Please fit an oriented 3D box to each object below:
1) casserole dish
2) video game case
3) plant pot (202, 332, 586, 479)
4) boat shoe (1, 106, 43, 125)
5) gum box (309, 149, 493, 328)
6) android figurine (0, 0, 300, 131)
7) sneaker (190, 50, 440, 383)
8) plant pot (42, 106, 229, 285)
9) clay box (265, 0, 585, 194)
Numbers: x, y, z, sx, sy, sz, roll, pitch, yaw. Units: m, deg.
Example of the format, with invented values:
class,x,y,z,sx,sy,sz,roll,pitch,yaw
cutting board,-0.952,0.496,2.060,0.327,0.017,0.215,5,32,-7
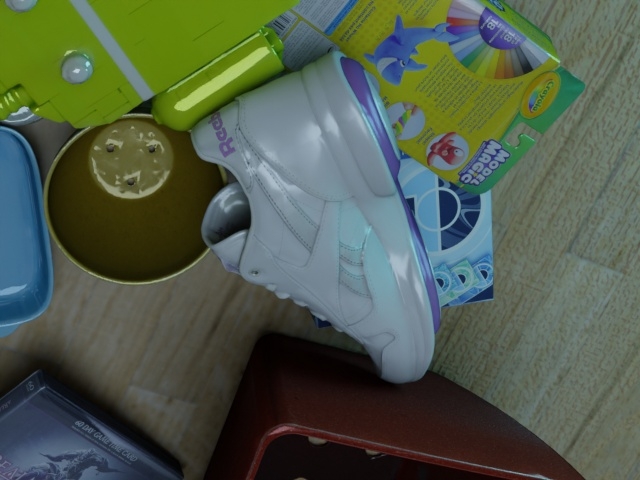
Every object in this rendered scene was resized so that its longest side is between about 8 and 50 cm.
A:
class,x,y,z,sx,sy,sz,roll,pitch,yaw
casserole dish,-0.269,-0.013,0.940,0.114,0.037,0.188,-6,114,-9
video game case,-0.277,0.236,1.022,0.274,0.026,0.196,-37,136,6
plant pot,0.021,0.221,0.996,0.267,0.236,0.267,15,111,-18
boat shoe,-0.173,-0.208,0.834,0.113,0.103,0.302,19,109,-21
gum box,0.061,-0.027,1.001,0.157,0.041,0.184,-9,116,-9
android figurine,-0.124,-0.174,0.770,0.273,0.056,0.248,-32,132,0
sneaker,0.000,0.000,0.902,0.152,0.114,0.305,-19,130,3
plant pot,-0.140,-0.047,0.918,0.134,0.095,0.134,-4,115,-9
clay box,0.072,-0.138,0.892,0.222,0.053,0.127,32,117,-20
